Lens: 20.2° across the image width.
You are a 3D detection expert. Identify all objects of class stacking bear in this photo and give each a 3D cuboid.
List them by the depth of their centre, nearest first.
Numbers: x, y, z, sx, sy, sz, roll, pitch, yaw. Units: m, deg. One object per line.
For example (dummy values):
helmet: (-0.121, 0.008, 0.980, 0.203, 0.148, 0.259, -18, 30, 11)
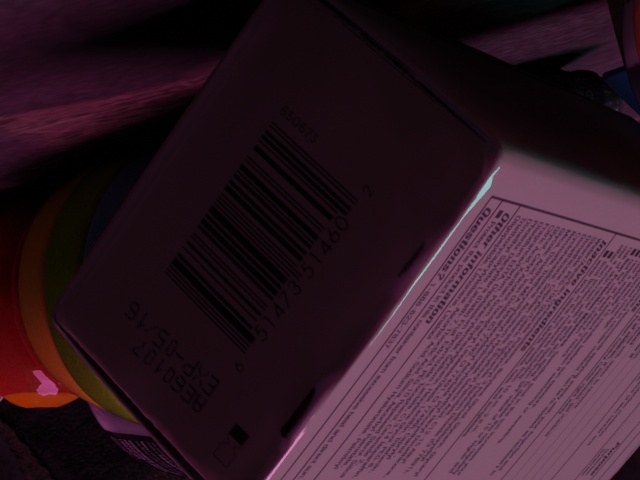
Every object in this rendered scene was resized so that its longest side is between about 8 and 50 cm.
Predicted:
stacking bear: (-0.091, 0.029, 0.947, 0.175, 0.164, 0.289, -1, 179, -45)

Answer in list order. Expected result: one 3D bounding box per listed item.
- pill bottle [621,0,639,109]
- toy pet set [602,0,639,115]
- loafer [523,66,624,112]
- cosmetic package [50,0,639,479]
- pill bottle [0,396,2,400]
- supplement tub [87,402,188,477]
pill bottle: (0.181, -0.073, 0.619, 0.130, 0.130, 0.246, -16, 176, 26)
toy pet set: (0.180, -0.094, 0.803, 0.122, 0.065, 0.114, -11, 175, -43)
loafer: (0.130, -0.057, 1.100, 0.078, 0.076, 0.223, -6, 172, -5)
cosmetic package: (0.058, 0.016, 0.720, 0.160, 0.113, 0.309, -53, 152, 13)
pill bottle: (-0.270, 0.074, 1.038, 0.121, 0.121, 0.216, -15, -177, 16)
supplement tub: (0.014, 0.058, 1.091, 0.316, 0.193, 0.194, -1, -173, 44)
